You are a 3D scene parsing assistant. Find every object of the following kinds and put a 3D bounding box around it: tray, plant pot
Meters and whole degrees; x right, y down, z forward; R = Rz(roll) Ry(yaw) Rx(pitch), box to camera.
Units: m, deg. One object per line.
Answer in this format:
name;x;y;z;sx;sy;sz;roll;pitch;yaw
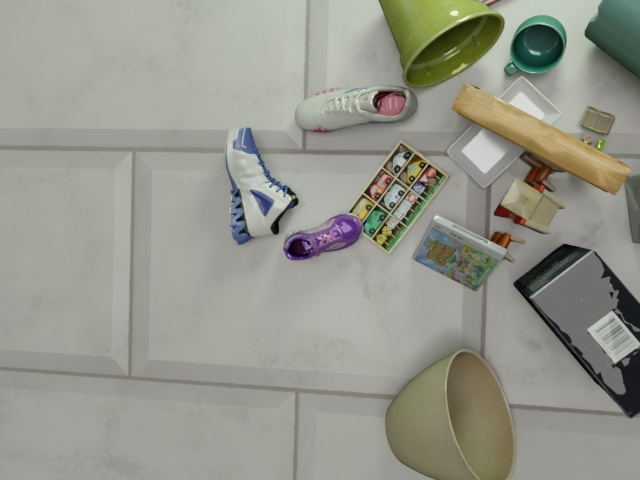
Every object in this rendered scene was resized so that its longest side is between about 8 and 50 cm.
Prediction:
tray;0.472;-0.278;1.698;0.145;0.030;0.270;45;103;4
tray;0.520;-0.246;1.559;0.411;0.203;0.076;32;109;11
plant pot;0.827;-0.497;1.508;0.334;0.341;0.341;40;98;14
plant pot;0.271;-0.566;1.633;0.276;0.276;0.253;-30;75;9

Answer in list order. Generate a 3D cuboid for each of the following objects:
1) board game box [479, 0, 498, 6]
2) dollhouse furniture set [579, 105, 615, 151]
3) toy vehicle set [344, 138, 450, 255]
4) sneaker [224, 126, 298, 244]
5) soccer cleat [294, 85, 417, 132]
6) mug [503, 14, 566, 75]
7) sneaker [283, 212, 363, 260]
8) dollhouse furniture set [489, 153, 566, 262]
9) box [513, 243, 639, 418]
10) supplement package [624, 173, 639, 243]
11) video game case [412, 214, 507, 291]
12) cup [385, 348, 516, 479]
board game box;0.479;-0.710;1.693;0.281;0.027;0.145;-25;87;9
dollhouse furniture set;0.689;-0.260;1.676;0.076;0.058;0.151;24;76;15
toy vehicle set;0.200;-0.115;1.754;0.166;0.035;0.267;37;97;6
sneaker;-0.154;-0.149;1.778;0.182;0.127;0.315;-3;98;6
soccer cleat;0.086;-0.356;1.711;0.331;0.143;0.116;-5;91;10
mug;0.536;-0.495;1.647;0.158;0.097;0.129;-3;124;28
sneaker;0.000;0.000;1.740;0.236;0.104;0.095;-19;96;18
dollhouse furniture set;0.479;-0.090;1.597;0.135;0.259;0.262;29;93;-3
box;0.650;0.194;1.552;0.179;0.312;0.343;-40;86;8
supplement package;0.913;-0.093;1.566;0.293;0.177;0.175;-8;90;10
video game case;0.346;0.036;1.661;0.193;0.212;0.023;28;61;7
cup;0.304;0.461;1.644;0.237;0.331;0.331;-23;88;35
